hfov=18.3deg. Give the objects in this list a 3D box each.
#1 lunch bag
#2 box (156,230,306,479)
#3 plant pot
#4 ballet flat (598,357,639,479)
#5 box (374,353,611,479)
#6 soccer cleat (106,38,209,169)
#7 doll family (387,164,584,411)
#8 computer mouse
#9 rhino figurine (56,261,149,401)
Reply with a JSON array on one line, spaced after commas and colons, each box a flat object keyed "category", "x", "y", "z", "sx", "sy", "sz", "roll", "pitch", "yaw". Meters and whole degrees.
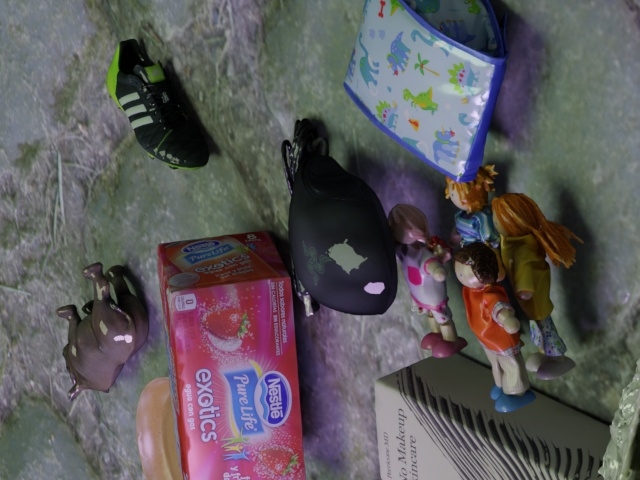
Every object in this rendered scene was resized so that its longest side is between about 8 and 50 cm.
[{"category": "lunch bag", "x": 0.098, "y": -0.140, "z": 1.631, "sx": 0.151, "sy": 0.096, "sz": 0.128, "roll": 55, "pitch": 145, "yaw": 40}, {"category": "box", "x": -0.089, "y": 0.133, "z": 1.997, "sx": 0.128, "sy": 0.123, "sz": 0.256, "roll": -117, "pitch": 21, "yaw": -66}, {"category": "plant pot", "x": -0.134, "y": 0.262, "z": 2.251, "sx": 0.236, "sy": 0.032, "sz": 0.236, "roll": 30, "pitch": 130, "yaw": 45}, {"category": "ballet flat", "x": 0.271, "y": 0.140, "z": 1.457, "sx": 0.147, "sy": 0.147, "sz": 0.408, "roll": 34, "pitch": 132, "yaw": 43}, {"category": "box", "x": 0.167, "y": 0.194, "z": 1.704, "sx": 0.275, "sy": 0.094, "sz": 0.113, "roll": 22, "pitch": 124, "yaw": 50}, {"category": "soccer cleat", "x": -0.172, "y": -0.141, "z": 2.071, "sx": 0.179, "sy": 0.060, "sz": 0.072, "roll": 49, "pitch": 141, "yaw": 35}, {"category": "doll family", "x": 0.144, "y": 0.022, "z": 1.659, "sx": 0.263, "sy": 0.118, "sz": 0.163, "roll": -146, "pitch": 38, "yaw": -69}, {"category": "computer mouse", "x": 0.000, "y": 0.000, "z": 1.791, "sx": 0.272, "sy": 0.072, "sz": 0.188, "roll": -143, "pitch": 44, "yaw": -72}, {"category": "rhino figurine", "x": -0.264, "y": 0.120, "z": 2.334, "sx": 0.106, "sy": 0.073, "sz": 0.243, "roll": 63, "pitch": 149, "yaw": 17}]
